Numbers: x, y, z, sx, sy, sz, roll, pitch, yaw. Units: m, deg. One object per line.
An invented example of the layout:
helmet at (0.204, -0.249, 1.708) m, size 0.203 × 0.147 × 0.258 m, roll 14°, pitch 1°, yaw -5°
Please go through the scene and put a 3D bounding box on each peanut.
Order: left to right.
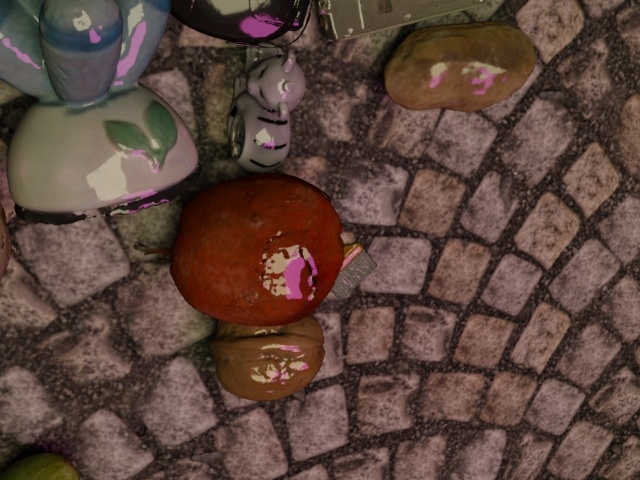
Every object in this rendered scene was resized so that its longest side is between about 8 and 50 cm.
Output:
peanut at (0.194, -0.246, 1.210) m, size 0.225 × 0.129 × 0.129 m, roll -5°, pitch 110°, yaw -12°

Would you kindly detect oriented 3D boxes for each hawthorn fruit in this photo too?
hawthorn fruit at (-0.113, 0.013, 1.136) m, size 0.299 × 0.211 × 0.211 m, roll 1°, pitch 110°, yaw 9°

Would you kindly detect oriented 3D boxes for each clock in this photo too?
clock at (-0.070, -0.168, 1.131) m, size 0.080 × 0.117 × 0.176 m, roll 4°, pitch 107°, yaw -23°

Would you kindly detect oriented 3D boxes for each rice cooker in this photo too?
rice cooker at (-0.106, -0.319, 1.063) m, size 0.203 × 0.118 × 0.142 m, roll 10°, pitch 103°, yaw -24°

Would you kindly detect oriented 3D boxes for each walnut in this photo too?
walnut at (-0.076, 0.155, 1.232) m, size 0.167 × 0.149 × 0.166 m, roll 1°, pitch 78°, yaw -6°

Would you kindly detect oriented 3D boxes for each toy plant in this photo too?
toy plant at (-0.276, -0.206, 0.964) m, size 0.247 × 0.247 × 0.332 m, roll -15°, pitch 116°, yaw -17°

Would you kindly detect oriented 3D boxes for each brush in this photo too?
brush at (0.000, 0.000, 1.279) m, size 0.083 × 0.011 × 0.205 m, roll -43°, pitch 117°, yaw -2°

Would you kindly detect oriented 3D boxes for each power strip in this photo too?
power strip at (0.116, -0.342, 1.185) m, size 0.272 × 0.052 × 0.078 m, roll -18°, pitch 114°, yaw -17°

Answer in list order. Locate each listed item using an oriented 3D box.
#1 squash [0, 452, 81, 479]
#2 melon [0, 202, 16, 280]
squash at (-0.482, 0.438, 1.178) m, size 0.370 × 0.118 × 0.118 m, roll -43°, pitch 118°, yaw 0°
melon at (-0.509, 0.005, 0.953) m, size 0.317 × 0.223 × 0.223 m, roll -7°, pitch 110°, yaw -16°
